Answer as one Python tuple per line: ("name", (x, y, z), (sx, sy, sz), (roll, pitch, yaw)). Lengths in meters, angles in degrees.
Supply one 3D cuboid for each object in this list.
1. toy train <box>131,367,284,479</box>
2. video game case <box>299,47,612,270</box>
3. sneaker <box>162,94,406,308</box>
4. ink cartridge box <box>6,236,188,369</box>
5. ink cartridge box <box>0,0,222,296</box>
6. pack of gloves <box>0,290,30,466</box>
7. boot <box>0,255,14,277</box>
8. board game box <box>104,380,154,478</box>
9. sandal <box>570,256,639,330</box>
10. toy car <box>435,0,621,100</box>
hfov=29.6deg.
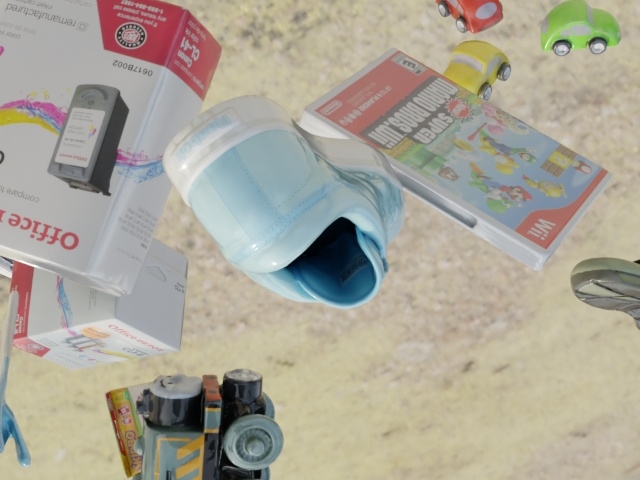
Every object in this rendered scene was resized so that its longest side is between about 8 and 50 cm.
("toy train", (-0.154, 0.327, 1.585), (0.190, 0.142, 0.334), (2, 104, -10))
("video game case", (0.145, -0.094, 1.262), (0.204, 0.285, 0.025), (-41, 159, -49))
("sneaker", (0.000, 0.000, 0.993), (0.135, 0.150, 0.366), (-36, 162, 17))
("ink cartridge box", (-0.268, 0.070, 1.463), (0.176, 0.127, 0.128), (-13, 152, 29))
("ink cartridge box", (-0.271, -0.121, 1.325), (0.131, 0.226, 0.306), (49, 59, -72))
("pack of gloves", (-0.325, 0.202, 1.249), (0.046, 0.232, 0.195), (10, 130, -16))
("boot", (-0.417, 0.027, 1.791), (0.190, 0.069, 0.086), (33, 136, -5))
("board game box", (-0.252, 0.270, 1.768), (0.039, 0.124, 0.259), (-17, 175, 8))
("sandal", (0.404, 0.048, 1.443), (0.120, 0.086, 0.303), (-15, 156, 36))
("toy car", (0.251, -0.261, 1.474), (0.225, 0.239, 0.053), (-3, 136, 9))
